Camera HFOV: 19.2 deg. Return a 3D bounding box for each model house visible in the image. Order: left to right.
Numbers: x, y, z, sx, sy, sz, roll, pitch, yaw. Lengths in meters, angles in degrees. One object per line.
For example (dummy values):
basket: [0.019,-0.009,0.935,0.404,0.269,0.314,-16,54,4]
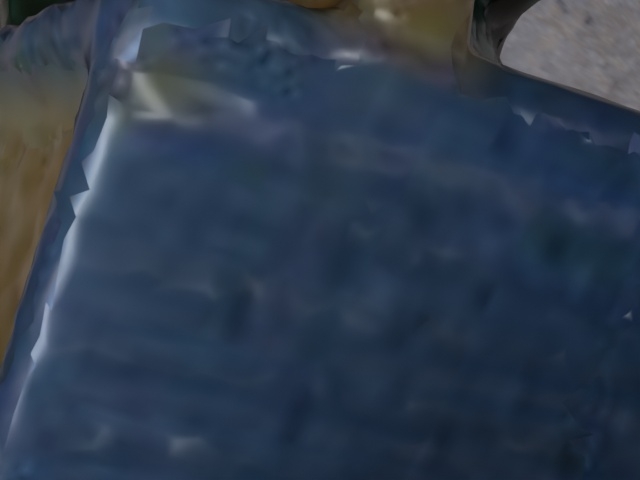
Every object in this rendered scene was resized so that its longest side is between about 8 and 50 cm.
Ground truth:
model house: [0.000,0.000,0.666,0.343,0.334,0.382,-53,37,34]
